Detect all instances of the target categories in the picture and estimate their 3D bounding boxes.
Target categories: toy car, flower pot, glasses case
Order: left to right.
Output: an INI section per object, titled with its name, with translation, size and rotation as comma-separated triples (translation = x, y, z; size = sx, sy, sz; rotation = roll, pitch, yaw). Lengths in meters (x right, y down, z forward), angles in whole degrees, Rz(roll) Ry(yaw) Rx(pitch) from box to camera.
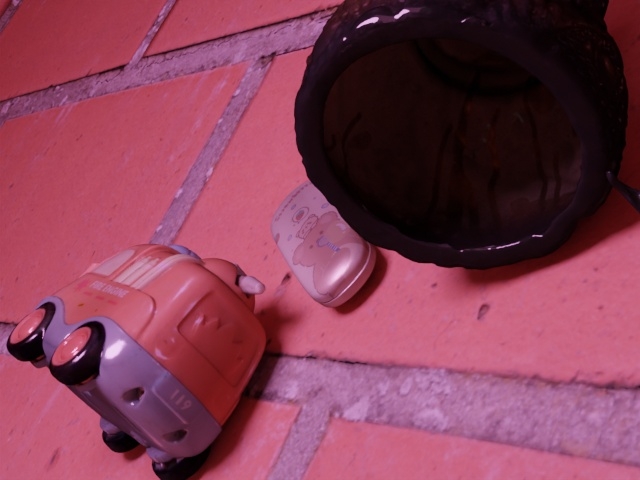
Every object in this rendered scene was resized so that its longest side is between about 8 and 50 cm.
[toy car]
translation = -0.172, 0.101, 1.271
size = 0.212, 0.180, 0.270
rotation = -49, 28, -19
[glasses case]
translation = 0.000, 0.000, 1.252
size = 0.081, 0.051, 0.204
rotation = -49, 29, 7
[flower pot]
translation = 0.137, -0.153, 1.048
size = 0.266, 0.266, 0.267
rotation = -26, 27, 38

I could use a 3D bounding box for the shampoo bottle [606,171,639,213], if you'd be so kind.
[shampoo bottle]
translation = 0.333, -0.092, 0.830
size = 0.284, 0.101, 0.101
rotation = -34, 33, 29
